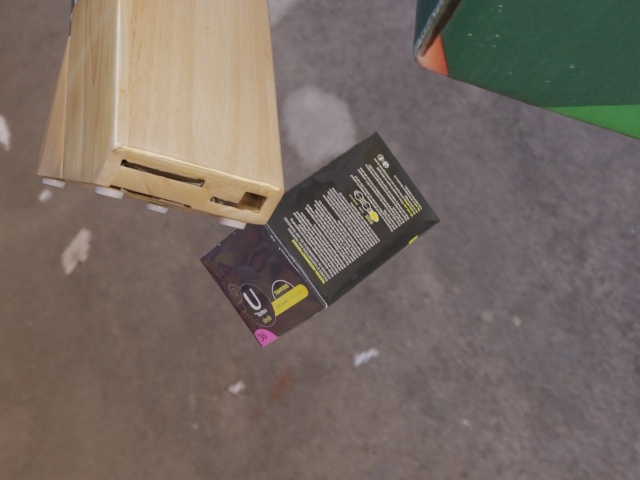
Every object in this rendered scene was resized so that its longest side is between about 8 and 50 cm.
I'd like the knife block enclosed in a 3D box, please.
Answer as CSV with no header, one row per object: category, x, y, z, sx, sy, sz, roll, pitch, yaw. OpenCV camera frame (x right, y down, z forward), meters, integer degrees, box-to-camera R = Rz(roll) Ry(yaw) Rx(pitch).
knife block,-0.081,-0.138,0.723,0.276,0.088,0.242,-168,91,-69

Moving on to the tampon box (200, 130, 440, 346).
tampon box,0.000,0.000,1.145,0.161,0.101,0.120,-36,0,-36

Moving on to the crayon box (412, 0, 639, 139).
crayon box,0.202,-0.121,0.553,0.081,0.319,0.202,122,160,-51
